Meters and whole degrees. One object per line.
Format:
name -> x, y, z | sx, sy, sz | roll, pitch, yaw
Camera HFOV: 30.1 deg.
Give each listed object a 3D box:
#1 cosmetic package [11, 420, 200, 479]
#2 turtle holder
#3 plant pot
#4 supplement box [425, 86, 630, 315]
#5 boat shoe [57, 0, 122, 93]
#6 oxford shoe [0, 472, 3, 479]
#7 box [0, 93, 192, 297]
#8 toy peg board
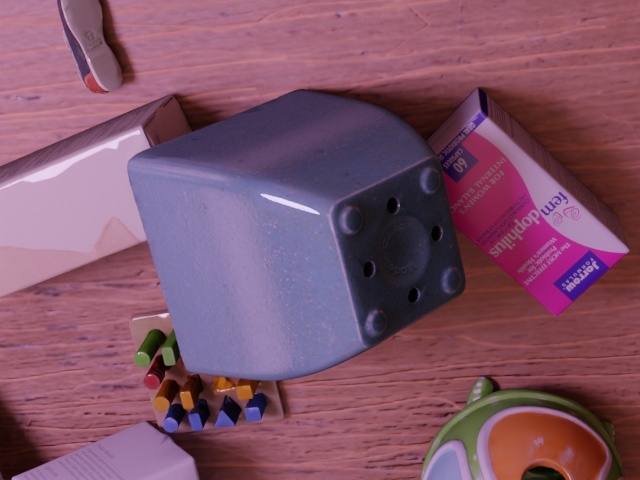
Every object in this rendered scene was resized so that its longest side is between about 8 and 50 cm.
cosmetic package -> -0.242, 0.333, 1.416 | 0.183, 0.151, 0.151 | -20, 110, -26
turtle holder -> 0.209, 0.335, 1.353 | 0.243, 0.227, 0.320 | 38, 110, -7
plant pot -> 0.000, 0.000, 1.195 | 0.252, 0.248, 0.247 | 10, 119, 50
supplement box -> 0.212, -0.042, 1.279 | 0.220, 0.114, 0.111 | 40, 109, -9
boat shoe -> -0.262, -0.227, 1.315 | 0.043, 0.049, 0.137 | 0, 116, 50
oxford shoe -> -0.421, 0.353, 1.392 | 0.449, 0.130, 0.169 | 57, 133, 21
box -> -0.289, -0.040, 1.333 | 0.311, 0.148, 0.121 | -20, 107, 16
toy peg board -> -0.142, 0.165, 1.421 | 0.161, 0.079, 0.161 | -9, 108, 12
